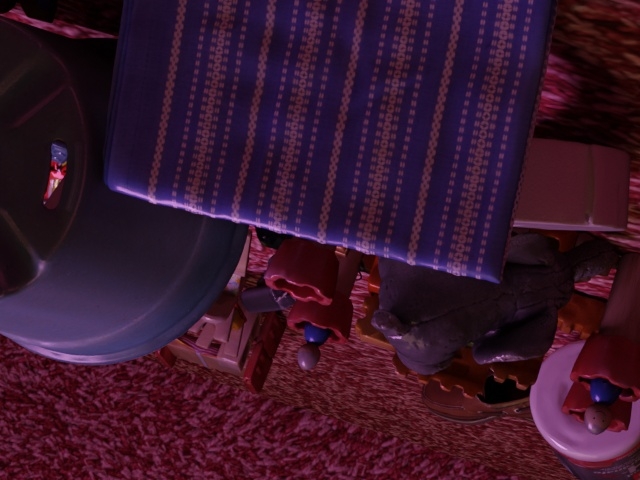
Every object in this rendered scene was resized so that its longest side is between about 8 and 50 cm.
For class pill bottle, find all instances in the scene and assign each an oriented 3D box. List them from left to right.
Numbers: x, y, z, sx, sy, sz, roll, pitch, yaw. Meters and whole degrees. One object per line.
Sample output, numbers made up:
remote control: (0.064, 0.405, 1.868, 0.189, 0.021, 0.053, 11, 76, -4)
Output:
pill bottle: (0.423, 0.271, 2.039, 0.176, 0.176, 0.318, 14, 165, 23)

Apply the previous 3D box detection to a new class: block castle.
block castle: (0.172, 0.098, 1.644, 0.453, 0.212, 0.303, 17, 166, 11)

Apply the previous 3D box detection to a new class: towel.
towel: (-0.004, -0.120, 1.020, 0.336, 0.243, 0.040, 13, -170, 19)

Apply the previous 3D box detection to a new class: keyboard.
keyboard: (0.000, 0.000, 1.906, 0.192, 0.038, 0.100, 15, 142, 20)

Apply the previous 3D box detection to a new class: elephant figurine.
elephant figurine: (0.185, 0.046, 1.401, 0.239, 0.186, 0.169, -9, 139, 12)

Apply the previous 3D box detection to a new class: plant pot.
plant pot: (-0.271, -0.055, 1.257, 0.341, 0.341, 0.334, 16, 179, 13)

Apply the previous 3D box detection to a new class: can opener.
can opener: (-0.060, 0.064, 2.163, 0.093, 0.074, 0.280, 56, 159, -4)

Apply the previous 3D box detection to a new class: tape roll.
tape roll: (0.081, -0.051, 1.221, 0.392, 0.072, 0.392, 2, 179, 0)

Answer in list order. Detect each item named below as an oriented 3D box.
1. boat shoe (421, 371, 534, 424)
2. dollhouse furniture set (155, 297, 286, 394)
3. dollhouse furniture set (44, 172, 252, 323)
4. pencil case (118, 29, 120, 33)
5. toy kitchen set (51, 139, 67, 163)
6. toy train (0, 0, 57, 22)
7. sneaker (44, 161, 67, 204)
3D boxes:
boat shoe: (0.289, 0.244, 2.294, 0.307, 0.110, 0.104, -5, 150, 38)
dollhouse furniture set: (-0.201, 0.138, 2.443, 0.201, 0.152, 0.374, 16, 162, 13)
dollhouse furniture set: (-0.210, -0.004, 1.688, 0.242, 0.161, 0.212, 17, 132, 7)
pencil case: (-0.070, -0.163, 1.216, 0.209, 0.098, 0.095, 24, 165, -20)
toy kitchen set: (-0.389, -0.149, 1.647, 0.207, 0.122, 0.166, 24, 165, -17)
toy train: (-0.317, -0.236, 1.310, 0.143, 0.105, 0.248, 4, 172, -8)
sneaker: (-0.343, -0.093, 1.852, 0.279, 0.107, 0.118, 4, 150, 39)
